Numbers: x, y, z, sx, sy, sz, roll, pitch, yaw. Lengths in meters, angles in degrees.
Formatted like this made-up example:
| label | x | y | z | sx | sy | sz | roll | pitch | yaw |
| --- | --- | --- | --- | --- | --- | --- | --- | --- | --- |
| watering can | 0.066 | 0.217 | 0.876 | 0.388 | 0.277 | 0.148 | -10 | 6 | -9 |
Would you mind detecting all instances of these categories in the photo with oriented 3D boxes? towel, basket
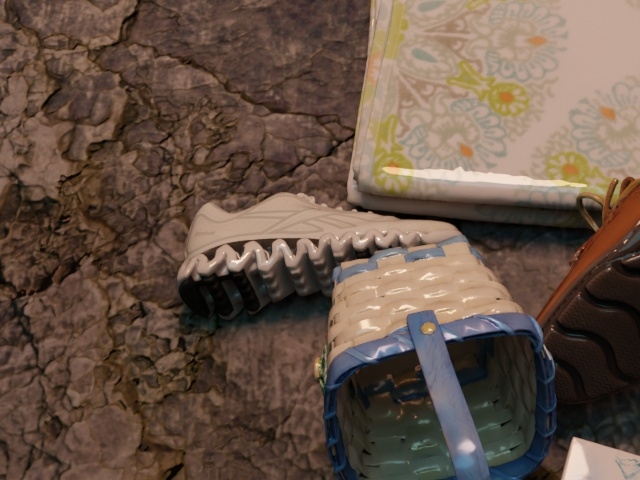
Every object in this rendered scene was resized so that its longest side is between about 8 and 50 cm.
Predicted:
| label | x | y | z | sx | sy | sz | roll | pitch | yaw |
| --- | --- | --- | --- | --- | --- | --- | --- | --- | --- |
| towel | 0.225 | -0.164 | 1.277 | 0.374 | 0.090 | 0.320 | 5 | 64 | 10 |
| basket | 0.105 | 0.162 | 1.015 | 0.201 | 0.255 | 0.289 | -16 | 41 | -4 |

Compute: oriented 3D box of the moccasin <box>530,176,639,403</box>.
| label | x | y | z | sx | sy | sz | roll | pitch | yaw |
| --- | --- | --- | --- | --- | --- | --- | --- | --- | --- |
| moccasin | 0.318 | -0.010 | 1.097 | 0.139 | 0.147 | 0.380 | 33 | 96 | -10 |

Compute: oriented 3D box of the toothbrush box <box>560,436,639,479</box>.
| label | x | y | z | sx | sy | sz | roll | pitch | yaw |
| --- | --- | --- | --- | --- | --- | --- | --- | --- | --- |
| toothbrush box | 0.318 | 0.314 | 0.968 | 0.295 | 0.126 | 0.216 | 15 | 64 | 16 |

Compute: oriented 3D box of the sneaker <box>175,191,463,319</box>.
| label | x | y | z | sx | sy | sz | roll | pitch | yaw |
| --- | --- | --- | --- | --- | --- | --- | --- | --- | --- |
| sneaker | 0.000 | 0.000 | 1.204 | 0.292 | 0.110 | 0.118 | -4 | 51 | 4 |
